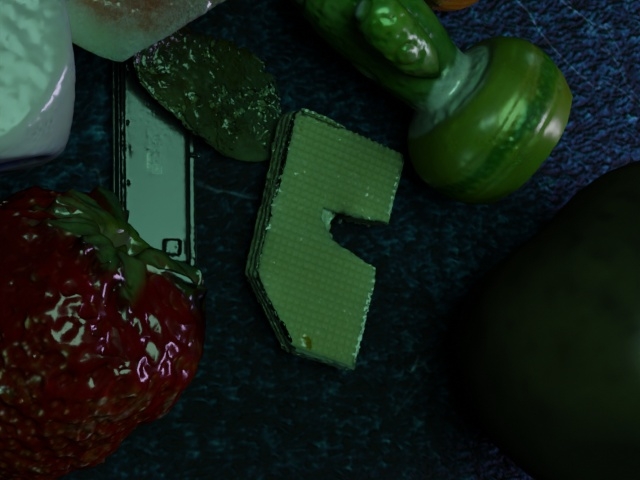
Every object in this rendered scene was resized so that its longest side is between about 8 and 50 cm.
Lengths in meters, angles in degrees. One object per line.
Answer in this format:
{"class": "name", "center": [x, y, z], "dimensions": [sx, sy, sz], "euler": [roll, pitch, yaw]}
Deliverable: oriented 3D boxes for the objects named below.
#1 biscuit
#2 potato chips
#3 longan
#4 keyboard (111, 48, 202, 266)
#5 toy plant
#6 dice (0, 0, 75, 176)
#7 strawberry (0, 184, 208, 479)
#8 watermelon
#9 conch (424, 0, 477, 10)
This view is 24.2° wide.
{"class": "biscuit", "center": [0.000, 0.000, 1.554], "dimensions": [0.147, 0.046, 0.250], "euler": [18, 76, -28]}
{"class": "potato chips", "center": [-0.105, -0.160, 1.533], "dimensions": [0.209, 0.026, 0.142], "euler": [55, 51, -19]}
{"class": "longan", "center": [0.345, 0.097, 1.536], "dimensions": [0.404, 0.404, 0.336], "euler": [-40, 135, -21]}
{"class": "keyboard", "center": [-0.167, -0.086, 1.514], "dimensions": [0.093, 0.025, 0.230], "euler": [2, 83, -21]}
{"class": "toy plant", "center": [0.094, -0.185, 1.534], "dimensions": [0.316, 0.224, 0.184], "euler": [36, 94, -16]}
{"class": "dice", "center": [-0.380, -0.168, 1.326], "dimensions": [0.259, 0.243, 0.251], "euler": [-12, 88, -26]}
{"class": "strawberry", "center": [-0.248, 0.099, 1.356], "dimensions": [0.257, 0.257, 0.277], "euler": [29, 104, -16]}
{"class": "watermelon", "center": [-0.175, -0.317, 1.426], "dimensions": [0.310, 0.231, 0.193], "euler": [-78, 145, -54]}
{"class": "conch", "center": [0.171, -0.307, 1.654], "dimensions": [0.330, 0.093, 0.109], "euler": [-7, 68, -43]}
